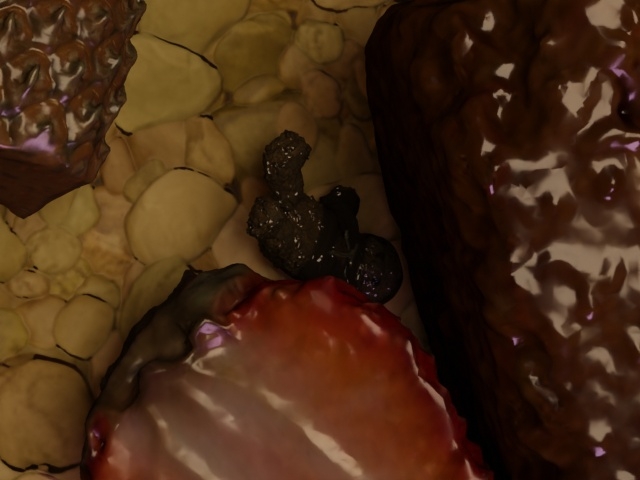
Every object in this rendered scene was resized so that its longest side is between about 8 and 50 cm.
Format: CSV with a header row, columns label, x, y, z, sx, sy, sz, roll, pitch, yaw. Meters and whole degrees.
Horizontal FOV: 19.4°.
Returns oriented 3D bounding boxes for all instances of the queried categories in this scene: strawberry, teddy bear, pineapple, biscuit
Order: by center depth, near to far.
label,x,y,z,sx,sy,sz,roll,pitch,yaw
pineapple,-0.192,-0.211,1.264,0.202,0.202,0.362,23,79,-22
biscuit,0.154,0.005,1.323,0.166,0.342,0.395,-15,100,-4
strawberry,-0.002,0.169,1.328,0.336,0.149,0.265,38,97,2
teddy bear,-0.008,0.001,1.414,0.160,0.078,0.119,40,51,-35
